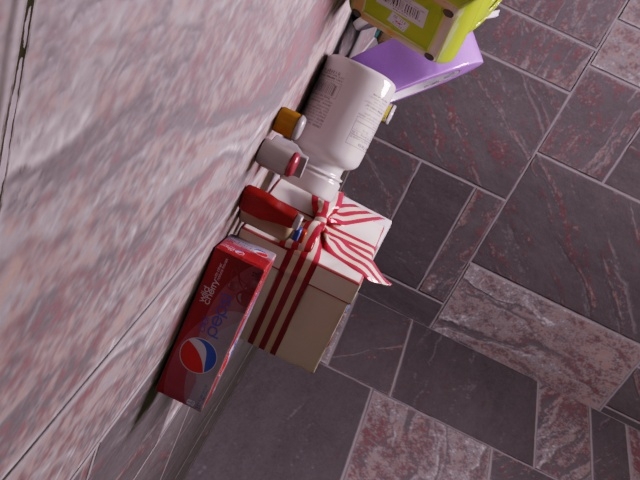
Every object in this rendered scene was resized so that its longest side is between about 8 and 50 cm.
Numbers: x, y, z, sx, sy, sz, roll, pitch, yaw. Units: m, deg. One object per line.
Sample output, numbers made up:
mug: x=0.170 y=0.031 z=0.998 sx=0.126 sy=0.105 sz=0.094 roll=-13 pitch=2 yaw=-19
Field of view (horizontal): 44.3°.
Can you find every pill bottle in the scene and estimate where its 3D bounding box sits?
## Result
pill bottle: x=0.167 y=-0.407 z=2.400 sx=0.065 sy=0.116 sz=0.065 roll=-63 pitch=177 yaw=-5
pill bottle: x=0.024 y=-0.190 z=1.351 sx=0.229 sy=0.131 sz=0.131 roll=-64 pitch=178 yaw=5

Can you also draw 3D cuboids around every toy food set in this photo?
toy food set: x=-0.051 y=-0.079 z=1.191 sx=0.232 sy=0.104 sz=0.111 roll=-66 pitch=177 yaw=40

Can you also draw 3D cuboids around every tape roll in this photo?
tape roll: x=0.167 y=-0.332 z=1.508 sx=0.275 sy=0.090 sz=0.275 roll=-21 pitch=-177 yaw=1

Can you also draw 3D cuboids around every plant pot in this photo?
plant pot: x=0.172 y=-0.416 z=1.173 sx=0.207 sy=0.228 sz=0.227 roll=-56 pitch=176 yaw=-16

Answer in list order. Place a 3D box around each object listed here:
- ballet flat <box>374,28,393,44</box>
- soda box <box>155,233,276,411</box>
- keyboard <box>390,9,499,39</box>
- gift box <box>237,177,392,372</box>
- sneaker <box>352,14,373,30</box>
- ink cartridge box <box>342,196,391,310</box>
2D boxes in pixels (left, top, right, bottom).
ballet flat: x=0.206 y=-0.491 z=1.489 sx=0.342 sy=0.124 sz=0.116 roll=113 pitch=2 yaw=-48
soda box: x=-0.163 y=0.127 z=1.218 sx=0.092 sy=0.083 sz=0.263 roll=-59 pitch=174 yaw=-73
keyboard: x=0.247 y=-0.422 z=1.537 sx=0.256 sy=0.014 sz=0.072 roll=-21 pitch=-170 yaw=-37
gift box: x=-0.017 y=0.051 z=1.447 sx=0.255 sy=0.276 sz=0.258 roll=-70 pitch=-177 yaw=-58
sneaker: x=0.130 y=-0.471 z=1.376 sx=0.217 sy=0.121 sz=0.079 roll=-28 pitch=180 yaw=23
ink cartridge box: x=0.000 y=0.000 z=1.644 sx=0.171 sy=0.233 sz=0.168 roll=-65 pitch=176 yaw=24
